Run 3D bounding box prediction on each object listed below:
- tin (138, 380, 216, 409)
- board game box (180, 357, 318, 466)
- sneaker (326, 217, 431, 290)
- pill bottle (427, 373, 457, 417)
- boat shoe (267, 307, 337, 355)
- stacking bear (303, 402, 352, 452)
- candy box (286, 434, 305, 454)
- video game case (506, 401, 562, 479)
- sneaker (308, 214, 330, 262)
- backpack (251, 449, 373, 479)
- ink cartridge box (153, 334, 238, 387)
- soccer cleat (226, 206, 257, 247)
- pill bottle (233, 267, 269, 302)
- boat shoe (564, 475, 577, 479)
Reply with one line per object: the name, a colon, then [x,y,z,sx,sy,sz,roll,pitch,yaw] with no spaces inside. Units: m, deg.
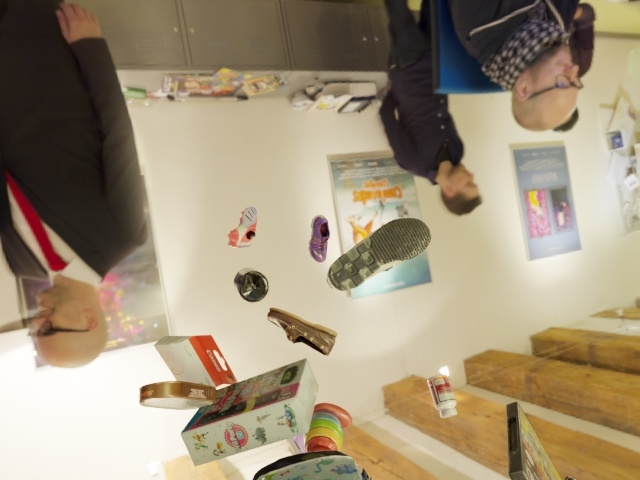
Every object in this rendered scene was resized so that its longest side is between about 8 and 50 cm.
tin: [-0.309,0.341,0.950,0.106,0.040,0.189,-17,150,22]
board game box: [-0.170,0.436,1.126,0.303,0.098,0.224,-22,-175,8]
sneaker: [0.157,0.038,1.249,0.330,0.123,0.146,-26,174,-11]
pill bottle: [0.485,0.616,1.724,0.085,0.152,0.086,-8,149,-5]
boat shoe: [-0.059,0.249,1.194,0.206,0.073,0.073,20,157,11]
stacking bear: [0.011,0.764,1.634,0.175,0.164,0.289,-45,-173,15]
candy box: [-0.027,0.907,1.964,0.196,0.165,0.070,-21,150,-39]
video game case: [0.461,0.516,0.890,0.035,0.275,0.248,-30,178,24]
sneaker: [0.000,0.000,1.459,0.068,0.170,0.071,-11,-155,-23]
backpack: [0.003,0.593,0.888,0.289,0.274,0.356,-4,-159,-12]
ink cartridge box: [-0.371,0.370,1.294,0.232,0.189,0.066,-8,-157,42]
soccer cleat: [-0.278,-0.049,1.674,0.094,0.083,0.248,8,-147,9]
pill bottle: [-0.283,0.173,1.745,0.122,0.123,0.219,-10,-176,-16]
boat shoe: [0.786,0.770,1.371,0.049,0.042,0.133,-44,139,-5]
